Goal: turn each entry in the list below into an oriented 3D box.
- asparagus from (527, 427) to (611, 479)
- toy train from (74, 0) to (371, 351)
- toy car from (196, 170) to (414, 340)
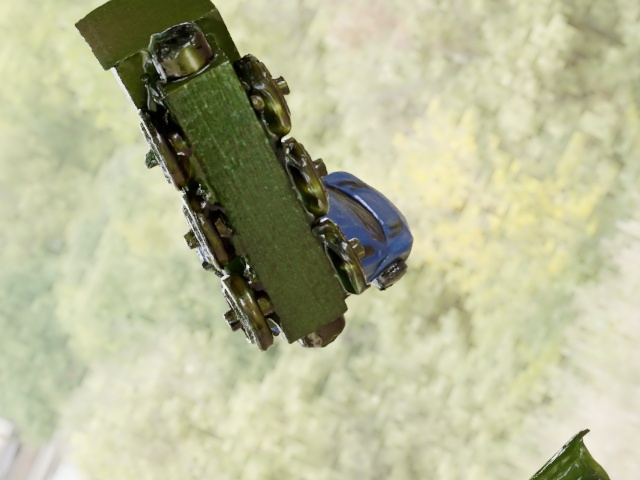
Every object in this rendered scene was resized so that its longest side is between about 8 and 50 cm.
[{"bbox_3d":[0.050,0.199,0.917,0.278,0.067,0.060,-44,-4,19],"label":"asparagus"},{"bbox_3d":[-0.051,-0.040,1.101,0.090,0.225,0.137,-29,34,-6],"label":"toy train"},{"bbox_3d":[0.000,0.000,1.419,0.216,0.103,0.063,-27,-21,-51],"label":"toy car"}]
